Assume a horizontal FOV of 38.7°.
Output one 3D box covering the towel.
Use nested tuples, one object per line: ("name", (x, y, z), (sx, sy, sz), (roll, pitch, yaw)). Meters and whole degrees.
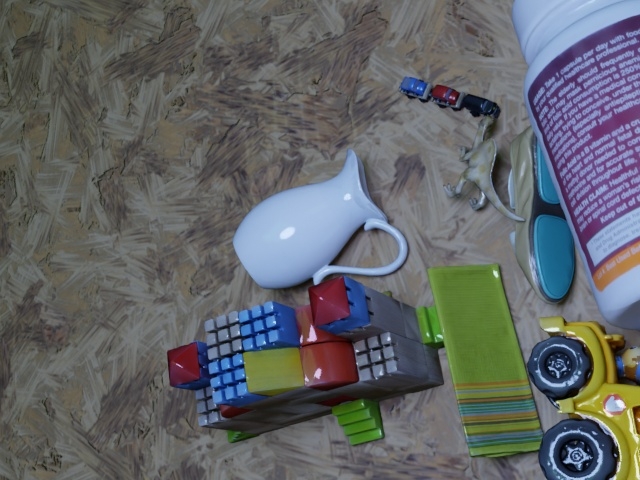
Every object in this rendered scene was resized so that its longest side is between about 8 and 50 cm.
("towel", (0.199, 0.139, 1.097), (0.021, 0.102, 0.237), (128, 136, -58))

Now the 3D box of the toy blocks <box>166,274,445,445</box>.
("toy blocks", (-0.036, 0.152, 1.131), (0.381, 0.261, 0.191), (-20, 66, 25))

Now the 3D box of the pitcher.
("pitcher", (0.000, 0.000, 1.249), (0.207, 0.125, 0.178), (-32, 77, 7))

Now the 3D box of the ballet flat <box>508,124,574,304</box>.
("ballet flat", (0.268, -0.030, 1.128), (0.073, 0.080, 0.232), (-21, 60, 55))

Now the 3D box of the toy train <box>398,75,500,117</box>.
("toy train", (0.170, -0.196, 1.244), (0.158, 0.036, 0.027), (22, 88, 34))

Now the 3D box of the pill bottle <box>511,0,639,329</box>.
("pill bottle", (0.357, -0.121, 1.000), (0.224, 0.224, 0.392), (-24, 65, 23))

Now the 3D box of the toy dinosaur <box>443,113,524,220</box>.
("toy dinosaur", (0.201, -0.082, 1.153), (0.093, 0.053, 0.183), (124, 151, -48))

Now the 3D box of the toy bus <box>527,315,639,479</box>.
("toy bus", (0.339, 0.183, 0.971), (0.211, 0.149, 0.220), (-12, 67, 20))
